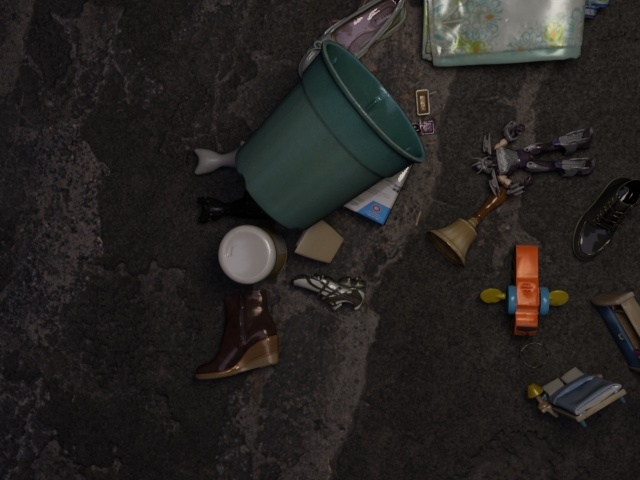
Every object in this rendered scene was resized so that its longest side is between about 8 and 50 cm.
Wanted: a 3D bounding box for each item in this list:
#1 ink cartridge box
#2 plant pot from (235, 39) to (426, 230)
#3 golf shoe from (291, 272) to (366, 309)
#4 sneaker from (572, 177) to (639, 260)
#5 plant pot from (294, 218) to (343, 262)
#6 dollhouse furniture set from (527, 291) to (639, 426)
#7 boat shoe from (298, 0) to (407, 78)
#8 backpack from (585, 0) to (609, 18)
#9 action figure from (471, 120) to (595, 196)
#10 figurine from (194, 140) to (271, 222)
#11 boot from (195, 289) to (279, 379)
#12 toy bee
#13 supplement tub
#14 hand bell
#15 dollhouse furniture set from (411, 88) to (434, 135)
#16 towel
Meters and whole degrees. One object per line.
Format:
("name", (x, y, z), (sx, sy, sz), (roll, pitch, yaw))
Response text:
("ink cartridge box", (0.140, -0.161, 1.627), (0.148, 0.086, 0.203), (27, 95, 9))
("plant pot", (0.004, -0.216, 1.468), (0.334, 0.341, 0.341), (-37, 85, 23))
("golf shoe", (0.017, 0.133, 1.660), (0.198, 0.077, 0.094), (7, 93, 10))
("sneaker", (0.679, -0.054, 1.526), (0.083, 0.118, 0.222), (27, 95, 8))
("plant pot", (0.000, 0.000, 1.650), (0.096, 0.109, 0.109), (30, 96, -6))
("dollhouse furniture set", (0.625, 0.277, 1.458), (0.303, 0.286, 0.198), (-30, 86, -3))
("boat shoe", (0.077, -0.512, 1.621), (0.320, 0.103, 0.118), (-32, 86, 8))
("backpack", (0.632, -0.577, 1.533), (0.114, 0.105, 0.084), (4, 114, 9))
("action figure", (0.510, -0.203, 1.558), (0.284, 0.099, 0.185), (-6, 83, 6))
("figurine", (-0.235, -0.155, 1.693), (0.209, 0.092, 0.215), (-5, 90, 13))
("boot", (-0.235, 0.255, 1.714), (0.248, 0.090, 0.207), (-17, 77, 10))
("toy bee", (0.485, 0.168, 1.564), (0.195, 0.162, 0.298), (22, 70, 16))
("supplement tub", (-0.165, 0.032, 1.624), (0.144, 0.199, 0.144), (0, 91, 9))
("hand bell", (0.394, -0.061, 1.597), (0.242, 0.126, 0.126), (-44, 84, -6))
("dollhouse furniture set", (0.238, -0.325, 1.610), (0.090, 0.081, 0.114), (-4, 91, 9))
("towel", (0.423, -0.580, 1.501), (0.374, 0.090, 0.321), (3, 111, 20))
